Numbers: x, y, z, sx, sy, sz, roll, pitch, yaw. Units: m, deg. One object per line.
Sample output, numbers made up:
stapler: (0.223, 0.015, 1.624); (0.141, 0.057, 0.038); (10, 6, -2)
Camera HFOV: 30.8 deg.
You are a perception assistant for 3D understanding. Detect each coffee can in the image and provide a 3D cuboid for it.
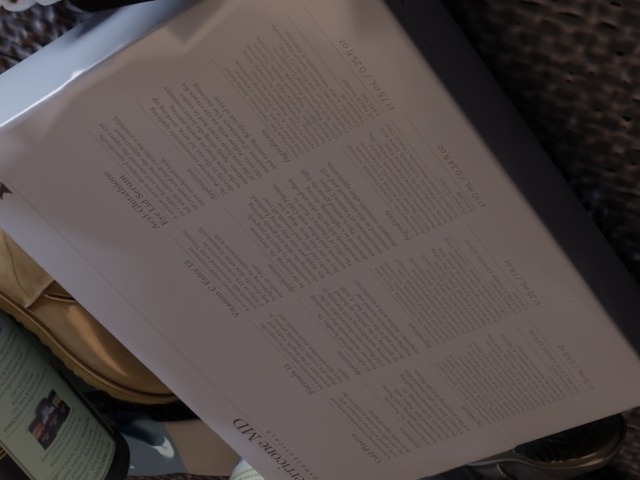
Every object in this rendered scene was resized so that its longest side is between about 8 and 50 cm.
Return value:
coffee can: (-0.331, 0.152, 1.044); (0.202, 0.201, 0.275); (-12, 123, 38)

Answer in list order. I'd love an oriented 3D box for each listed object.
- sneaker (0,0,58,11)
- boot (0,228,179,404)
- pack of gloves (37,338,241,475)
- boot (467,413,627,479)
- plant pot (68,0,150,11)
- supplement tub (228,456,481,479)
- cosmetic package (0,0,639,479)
sneaker: (-0.227, -0.208, 0.661); (0.236, 0.095, 0.104); (17, 136, 9)
boot: (-0.147, 0.015, 0.902); (0.236, 0.089, 0.269); (32, 141, -15)
pack of gloves: (-0.180, 0.151, 1.147); (0.232, 0.046, 0.195); (-7, 123, 30)
boot: (0.228, 0.213, 0.964); (0.208, 0.076, 0.190); (46, 153, -19)
plant pot: (-0.056, -0.206, 0.504); (0.188, 0.167, 0.187); (-4, 137, 30)
supplement tub: (0.003, 0.309, 0.992); (0.235, 0.324, 0.235); (15, 143, 11)
cosmetic package: (0.000, 0.000, 0.730); (0.284, 0.097, 0.377); (-26, 122, 25)
